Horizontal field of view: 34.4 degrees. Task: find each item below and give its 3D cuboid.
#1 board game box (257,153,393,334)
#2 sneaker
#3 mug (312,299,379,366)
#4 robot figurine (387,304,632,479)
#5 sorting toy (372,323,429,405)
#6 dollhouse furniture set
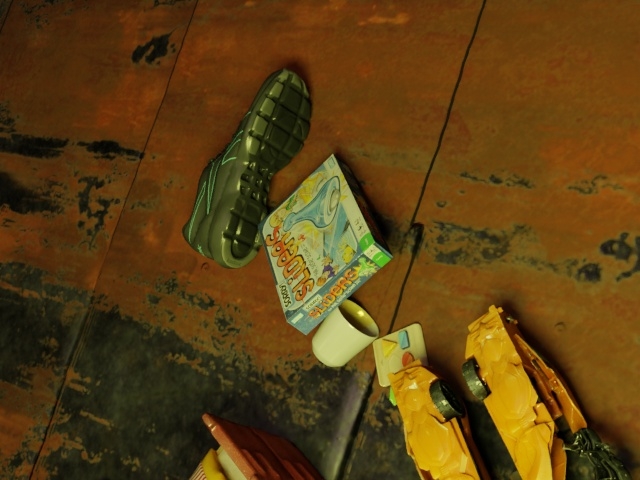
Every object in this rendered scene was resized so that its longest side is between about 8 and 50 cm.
[{"bbox_3d":[0.000,0.000,1.207,0.136,0.035,0.201,-43,33,14],"label":"board game box"},{"bbox_3d":[-0.102,-0.101,1.325,0.106,0.101,0.267,17,82,42],"label":"sneaker"},{"bbox_3d":[0.026,0.108,1.178,0.062,0.078,0.064,42,110,7],"label":"mug"},{"bbox_3d":[0.180,0.218,0.988,0.211,0.085,0.291,-36,53,20],"label":"robot figurine"},{"bbox_3d":[0.089,0.138,1.137,0.062,0.012,0.083,-24,58,27],"label":"sorting toy"},{"bbox_3d":[-0.033,0.371,1.037,0.201,0.152,0.374,-54,50,6],"label":"dollhouse furniture set"}]
